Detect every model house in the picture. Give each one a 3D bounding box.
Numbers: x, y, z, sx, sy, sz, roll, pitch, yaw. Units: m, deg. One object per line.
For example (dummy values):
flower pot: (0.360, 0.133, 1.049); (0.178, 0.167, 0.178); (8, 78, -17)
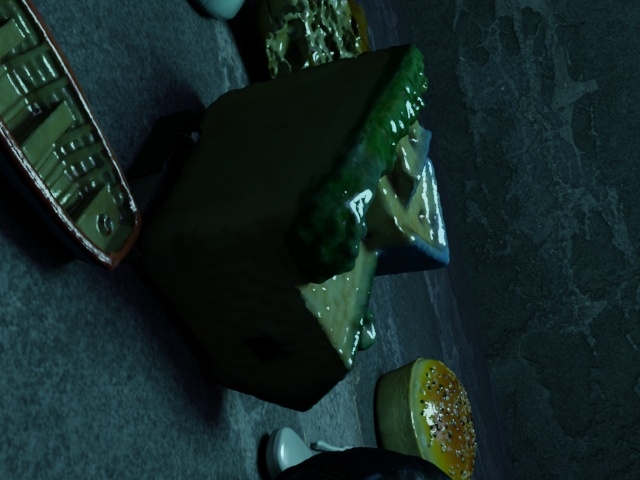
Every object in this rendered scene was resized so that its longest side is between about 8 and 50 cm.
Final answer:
model house: (0.000, 0.000, 1.005); (0.342, 0.335, 0.382); (63, 33, -32)

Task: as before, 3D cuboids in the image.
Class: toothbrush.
toothbrush: (0.028, 0.360, 1.314); (0.022, 0.017, 0.204); (65, 11, 28)

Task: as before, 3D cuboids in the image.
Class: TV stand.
TV stand: (-0.197, -0.070, 0.895); (0.256, 0.049, 0.040); (-79, 152, -50)

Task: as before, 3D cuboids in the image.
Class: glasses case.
glasses case: (-0.028, 0.351, 1.104); (0.076, 0.049, 0.197); (-79, 150, -50)

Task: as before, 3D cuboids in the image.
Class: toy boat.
toy boat: (-0.276, -0.142, 0.666); (0.136, 0.079, 0.392); (-74, 147, -52)

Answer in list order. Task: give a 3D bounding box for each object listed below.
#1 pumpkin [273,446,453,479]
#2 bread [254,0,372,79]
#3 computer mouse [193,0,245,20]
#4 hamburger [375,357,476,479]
pumpkin: (0.055, 0.426, 0.883); (0.363, 0.266, 0.363); (20, 54, -29)
bread: (-0.016, -0.349, 1.340); (0.370, 0.192, 0.314); (43, 35, -71)
computer mouse: (-0.170, -0.534, 1.178); (0.188, 0.122, 0.370); (-5, 80, -72)
hamburger: (0.236, 0.400, 1.641); (0.300, 0.176, 0.300); (-13, 90, -70)
